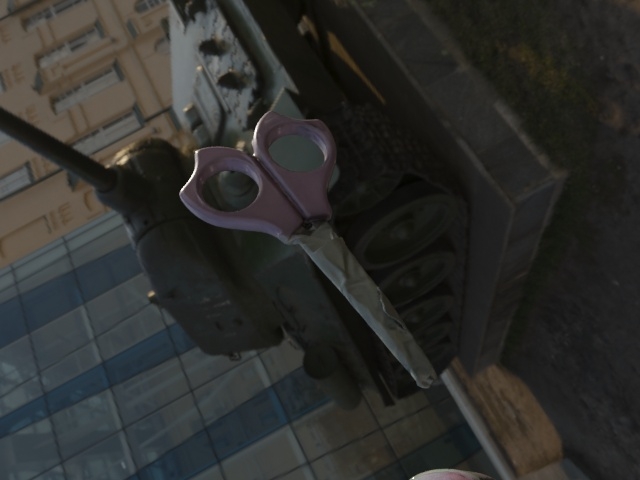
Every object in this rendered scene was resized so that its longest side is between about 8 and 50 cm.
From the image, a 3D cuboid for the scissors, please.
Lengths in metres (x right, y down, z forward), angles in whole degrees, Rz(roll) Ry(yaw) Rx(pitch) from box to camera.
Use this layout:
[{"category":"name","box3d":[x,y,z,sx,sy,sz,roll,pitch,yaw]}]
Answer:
[{"category":"scissors","box3d":[0.000,0.000,0.359,0.212,0.110,0.021,51,162,28]}]

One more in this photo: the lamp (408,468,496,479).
[{"category":"lamp","box3d":[0.012,0.309,0.450,0.247,0.301,0.247,31,-146,-57]}]
